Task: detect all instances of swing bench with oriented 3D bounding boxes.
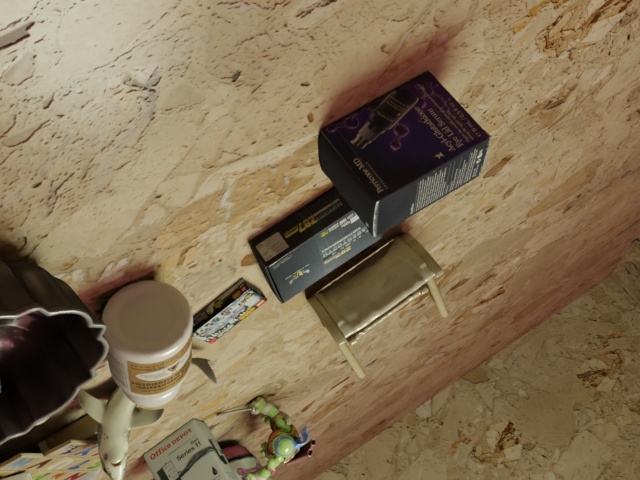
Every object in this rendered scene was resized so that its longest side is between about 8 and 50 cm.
[{"bbox_3d":[0.121,0.126,1.585,0.253,0.165,0.254,-34,151,-5],"label":"swing bench"}]

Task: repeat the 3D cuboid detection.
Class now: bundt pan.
[{"bbox_3d":[-0.434,0.140,0.896,0.331,0.124,0.331,-30,156,-15],"label":"bundt pan"}]

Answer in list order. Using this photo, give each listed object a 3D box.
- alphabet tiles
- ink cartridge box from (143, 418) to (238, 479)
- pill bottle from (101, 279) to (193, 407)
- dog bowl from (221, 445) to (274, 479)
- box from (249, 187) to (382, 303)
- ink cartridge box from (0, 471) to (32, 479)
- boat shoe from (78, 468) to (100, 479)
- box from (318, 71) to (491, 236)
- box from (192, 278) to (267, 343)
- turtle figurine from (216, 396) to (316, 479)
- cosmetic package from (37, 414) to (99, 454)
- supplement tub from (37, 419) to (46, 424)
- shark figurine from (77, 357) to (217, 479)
[{"bbox_3d":[-0.543,0.443,1.361,0.342,0.011,0.285,-28,157,8],"label":"alphabet tiles"},{"bbox_3d":[-0.292,0.543,1.723,0.153,0.208,0.087,-36,153,-2],"label":"ink cartridge box"},{"bbox_3d":[-0.268,0.173,1.171,0.131,0.131,0.229,-25,154,-25],"label":"pill bottle"},{"bbox_3d":[-0.323,0.710,2.028,0.408,0.150,0.408,-26,157,-12],"label":"dog bowl"},{"bbox_3d":[0.000,0.000,1.306,0.233,0.059,0.183,-33,157,-9],"label":"box"},{"bbox_3d":[-0.616,0.533,1.315,0.207,0.117,0.283,-10,153,-32],"label":"ink cartridge box"},{"bbox_3d":[-0.503,0.487,1.542,0.142,0.049,0.040,-43,-171,10],"label":"boat shoe"},{"bbox_3d":[0.123,-0.130,1.120,0.207,0.153,0.108,-31,155,-14],"label":"box"},{"bbox_3d":[-0.170,0.131,1.354,0.137,0.027,0.094,-38,157,4],"label":"box"},{"bbox_3d":[-0.160,0.507,1.905,0.275,0.197,0.266,-23,171,-4],"label":"turtle figurine"},{"bbox_3d":[-0.457,0.369,1.384,0.115,0.041,0.060,-29,157,-18],"label":"cosmetic package"},{"bbox_3d":[-0.419,0.222,1.131,0.107,0.071,0.071,-48,154,25],"label":"supplement tub"},{"bbox_3d":[-0.330,0.278,1.364,0.278,0.166,0.116,-46,-173,-23],"label":"shark figurine"}]
